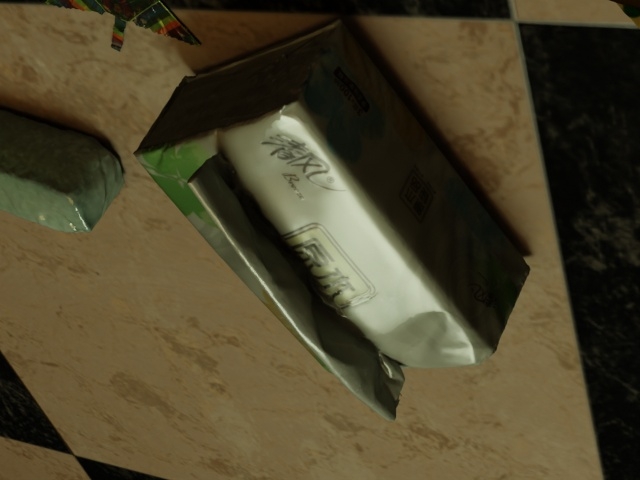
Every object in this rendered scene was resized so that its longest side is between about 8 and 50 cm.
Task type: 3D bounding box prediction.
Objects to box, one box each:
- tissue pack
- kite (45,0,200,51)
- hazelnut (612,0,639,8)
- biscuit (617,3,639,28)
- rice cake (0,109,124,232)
[{"bbox_3d":[0.000,0.000,0.787,0.159,0.145,0.229,-11,128,44],"label":"tissue pack"},{"bbox_3d":[-0.136,-0.159,0.807,0.122,0.004,0.090,21,143,12],"label":"kite"},{"bbox_3d":[0.147,-0.234,0.234,0.421,0.353,0.421,24,128,36],"label":"hazelnut"},{"bbox_3d":[0.220,-0.102,0.603,0.240,0.035,0.158,45,145,-20],"label":"biscuit"},{"bbox_3d":[-0.254,-0.065,0.957,0.206,0.069,0.063,20,146,17],"label":"rice cake"}]
